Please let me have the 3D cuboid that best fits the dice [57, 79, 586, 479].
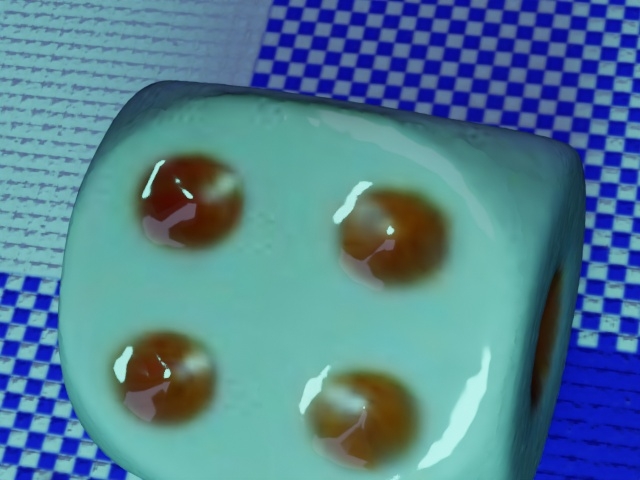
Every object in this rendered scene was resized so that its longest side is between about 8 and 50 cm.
[{"bbox_3d":[0.014,0.040,1.049,0.304,0.304,0.276,11,96,15],"label":"dice"}]
